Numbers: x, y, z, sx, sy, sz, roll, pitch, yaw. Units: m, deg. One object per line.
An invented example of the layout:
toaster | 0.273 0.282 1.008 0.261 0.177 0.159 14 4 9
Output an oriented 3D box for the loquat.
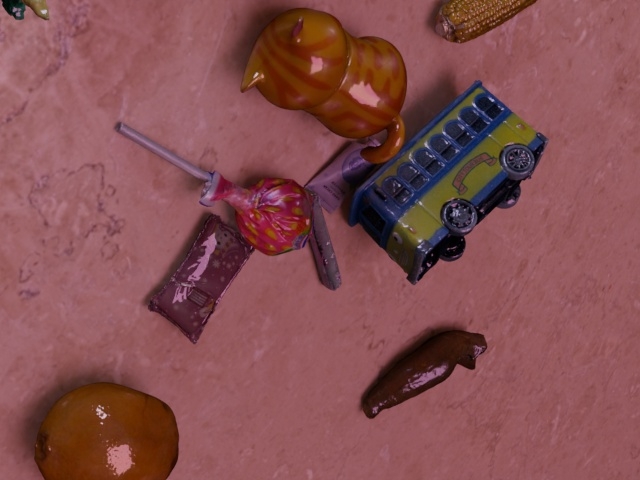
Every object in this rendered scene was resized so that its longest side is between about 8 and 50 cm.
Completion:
loquat | -0.308 0.303 1.686 0.234 0.176 0.187 16 117 -43

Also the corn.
corn | 0.286 -0.394 1.906 0.238 0.080 0.080 -31 130 -25

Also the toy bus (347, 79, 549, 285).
toy bus | 0.212 -0.095 1.906 0.312 0.190 0.152 -43 166 -17

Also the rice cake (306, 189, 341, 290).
rice cake | -0.001 0.000 1.892 0.033 0.033 0.207 -36 132 -23

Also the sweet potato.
sweet potato | 0.203 0.253 2.179 0.286 0.085 0.112 -33 136 -24

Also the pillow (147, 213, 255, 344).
pillow | -0.183 0.057 1.753 0.118 0.043 0.185 39 81 -40

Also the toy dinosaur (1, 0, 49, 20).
toy dinosaur | -0.362 -0.303 1.266 0.094 0.259 0.153 -22 153 -30

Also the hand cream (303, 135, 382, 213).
hand cream | 0.045 -0.112 1.867 0.142 0.053 0.084 -47 133 2

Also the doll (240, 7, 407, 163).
doll | 0.011 -0.244 1.684 0.269 0.162 0.166 22 112 -36

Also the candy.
candy | -0.151 -0.086 1.679 0.365 0.124 0.124 31 90 -38
